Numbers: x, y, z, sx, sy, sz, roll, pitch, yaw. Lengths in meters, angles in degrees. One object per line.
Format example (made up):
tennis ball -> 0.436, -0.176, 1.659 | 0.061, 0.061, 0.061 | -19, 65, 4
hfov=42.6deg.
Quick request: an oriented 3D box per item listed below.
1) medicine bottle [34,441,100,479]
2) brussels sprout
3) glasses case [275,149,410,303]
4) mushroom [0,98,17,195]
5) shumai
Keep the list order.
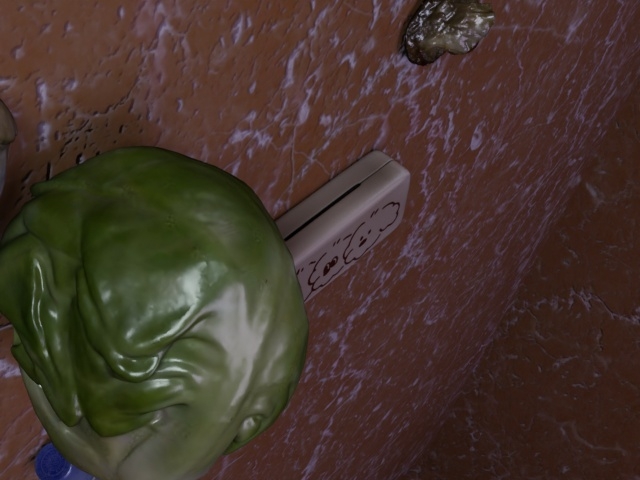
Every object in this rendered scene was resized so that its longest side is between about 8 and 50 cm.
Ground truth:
medicine bottle -> -0.325, 0.333, 1.174 | 0.059, 0.059, 0.231 | -48, 156, -9
brussels sprout -> -0.171, 0.067, 0.805 | 0.247, 0.328, 0.328 | -6, 131, -46
glasses case -> 0.000, 0.000, 1.259 | 0.336, 0.076, 0.144 | -38, 152, -27
mushroom -> -0.336, -0.001, 0.655 | 0.270, 0.103, 0.118 | -54, 162, -18
shumai -> 0.183, -0.296, 1.161 | 0.139, 0.105, 0.123 | -27, 160, 7
